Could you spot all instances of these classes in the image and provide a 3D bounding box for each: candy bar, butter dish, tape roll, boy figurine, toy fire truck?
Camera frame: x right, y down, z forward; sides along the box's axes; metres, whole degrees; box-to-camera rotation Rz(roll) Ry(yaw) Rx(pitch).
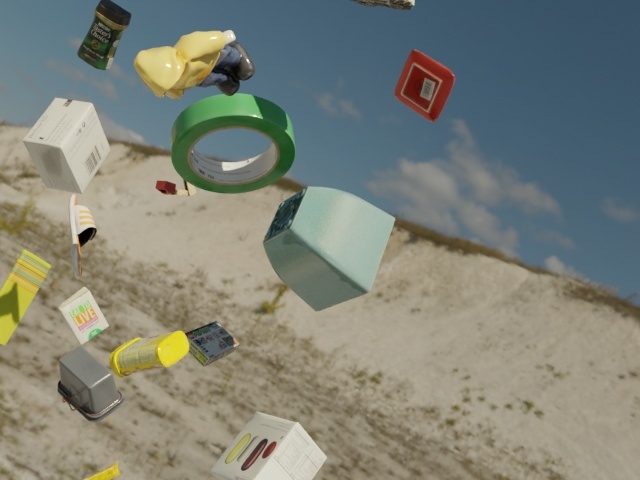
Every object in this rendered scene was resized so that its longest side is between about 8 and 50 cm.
[{"bbox_3d":[-0.593,0.626,1.935,0.018,0.040,0.161,8,16,40],"label":"candy bar"},{"bbox_3d":[0.312,-0.440,2.078,0.160,0.118,0.160,40,-48,23],"label":"butter dish"},{"bbox_3d":[-0.226,-0.245,1.928,0.321,0.077,0.321,-6,-33,-4],"label":"tape roll"},{"bbox_3d":[-0.228,-0.320,1.359,0.092,0.177,0.285,53,25,3],"label":"boy figurine"},{"bbox_3d":[-0.397,-0.185,2.238,0.047,0.135,0.192,4,-12,41],"label":"toy fire truck"}]

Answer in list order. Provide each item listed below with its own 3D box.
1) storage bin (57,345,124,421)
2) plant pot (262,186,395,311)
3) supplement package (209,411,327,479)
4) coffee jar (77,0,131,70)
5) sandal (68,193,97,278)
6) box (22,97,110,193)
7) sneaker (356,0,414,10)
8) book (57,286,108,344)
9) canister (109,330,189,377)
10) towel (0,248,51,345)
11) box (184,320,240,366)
[{"bbox_3d":[-0.467,0.280,1.469,0.135,0.098,0.091,31,-44,29],"label":"storage bin"},{"bbox_3d":[0.000,0.000,1.954,0.252,0.248,0.247,36,-34,-22],"label":"plant pot"},{"bbox_3d":[-0.135,0.578,1.915,0.194,0.203,0.149,-4,-51,51],"label":"supplement package"},{"bbox_3d":[-0.609,-0.582,2.093,0.096,0.184,0.079,33,24,1],"label":"coffee jar"},{"bbox_3d":[-0.704,-0.011,2.212,0.076,0.265,0.102,-6,-21,-15],"label":"sandal"},{"bbox_3d":[-0.682,-0.256,2.009,0.119,0.181,0.182,10,-37,13],"label":"box"},{"bbox_3d":[0.114,-0.628,1.728,0.130,0.147,0.330,4,16,-40],"label":"sneaker"},{"bbox_3d":[-0.683,0.219,2.136,0.035,0.096,0.144,27,-35,43],"label":"book"},{"bbox_3d":[-0.437,0.290,1.903,0.170,0.073,0.126,-15,11,30],"label":"canister"},{"bbox_3d":[-0.786,0.145,1.899,0.021,0.237,0.102,13,-21,31],"label":"towel"},{"bbox_3d":[-0.340,0.315,2.281,0.114,0.036,0.207,42,17,12],"label":"box"}]
